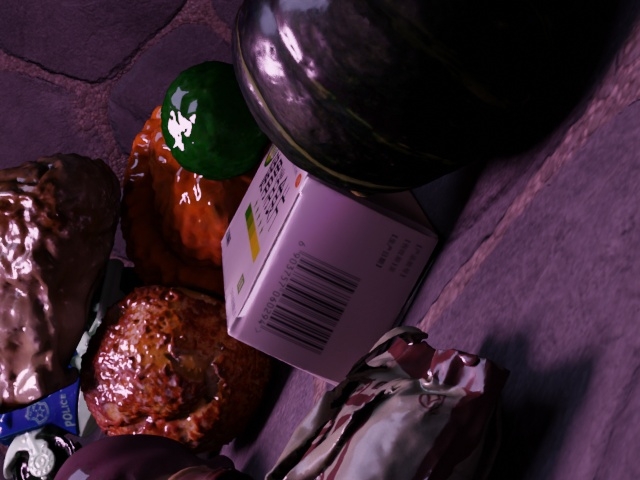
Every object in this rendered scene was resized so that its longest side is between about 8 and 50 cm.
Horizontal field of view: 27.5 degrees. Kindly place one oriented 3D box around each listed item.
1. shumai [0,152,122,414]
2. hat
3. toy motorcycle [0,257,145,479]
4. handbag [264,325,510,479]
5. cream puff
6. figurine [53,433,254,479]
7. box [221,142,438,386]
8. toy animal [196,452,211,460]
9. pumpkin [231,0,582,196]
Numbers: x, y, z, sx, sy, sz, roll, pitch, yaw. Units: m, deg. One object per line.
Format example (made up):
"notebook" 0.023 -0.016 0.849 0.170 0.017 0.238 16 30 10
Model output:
"shumai" -0.336 0.053 1.608 0.346 0.217 0.283 -32 73 56
"hat" -0.101 -0.066 1.600 0.400 0.285 0.285 146 146 -73
"toy motorcycle" -0.339 0.175 1.736 0.331 0.196 0.125 -64 -23 -12
"handbag" 0.032 0.173 0.878 0.235 0.127 0.213 -54 11 -7
"cream puff" -0.176 0.162 1.574 0.240 0.240 0.164 -60 1 26
"figurine" -0.154 0.312 1.388 0.365 0.206 0.218 -5 53 53
"box" 0.000 0.000 1.331 0.173 0.145 0.333 -61 12 11
"toy animal" -0.168 0.232 1.747 0.251 0.127 0.125 -51 5 0
"pumpkin" 0.074 -0.190 1.112 0.323 0.241 0.323 -50 8 9
